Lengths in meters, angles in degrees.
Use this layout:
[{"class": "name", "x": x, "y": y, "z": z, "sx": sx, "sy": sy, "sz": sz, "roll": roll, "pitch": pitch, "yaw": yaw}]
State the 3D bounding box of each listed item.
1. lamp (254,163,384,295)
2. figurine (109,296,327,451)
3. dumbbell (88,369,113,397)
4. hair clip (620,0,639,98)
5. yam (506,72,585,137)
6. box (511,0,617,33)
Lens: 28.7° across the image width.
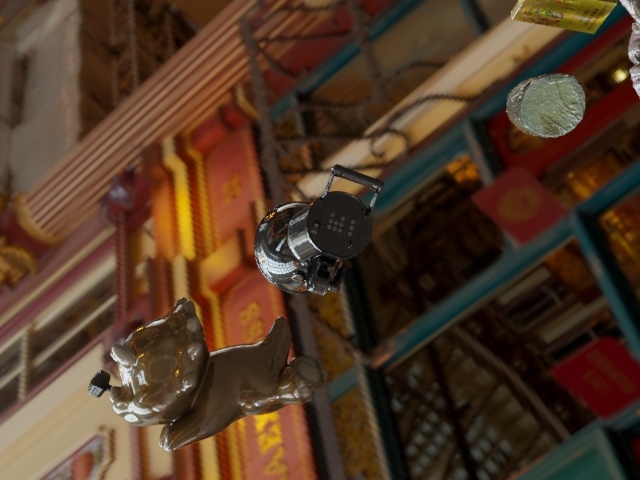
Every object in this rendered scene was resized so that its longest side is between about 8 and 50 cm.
[{"class": "lamp", "x": 0.000, "y": 0.000, "z": 1.813, "sx": 0.147, "sy": 0.172, "sz": 0.227, "roll": 20, "pitch": 166, "yaw": -14}, {"class": "figurine", "x": -0.142, "y": 0.151, "z": 1.566, "sx": 0.177, "sy": 0.247, "sz": 0.173, "roll": -11, "pitch": -99, "yaw": -81}, {"class": "dumbbell", "x": -0.289, "y": 0.217, "z": 1.784, "sx": 0.083, "sy": 0.036, "sz": 0.040, "roll": 28, "pitch": -115, "yaw": -8}, {"class": "hair clip", "x": 0.476, "y": -0.295, "z": 1.782, "sx": 0.173, "sy": 0.069, "sz": 0.300, "roll": -51, "pitch": -61, "yaw": -30}, {"class": "yam", "x": 0.350, "y": -0.213, "z": 1.977, "sx": 0.107, "sy": 0.107, "sz": 0.183, "roll": 49, "pitch": -176, "yaw": -6}, {"class": "box", "x": 0.409, "y": -0.391, "z": 2.102, "sx": 0.156, "sy": 0.089, "sz": 0.022, "roll": 8, "pitch": -122, "yaw": -16}]
